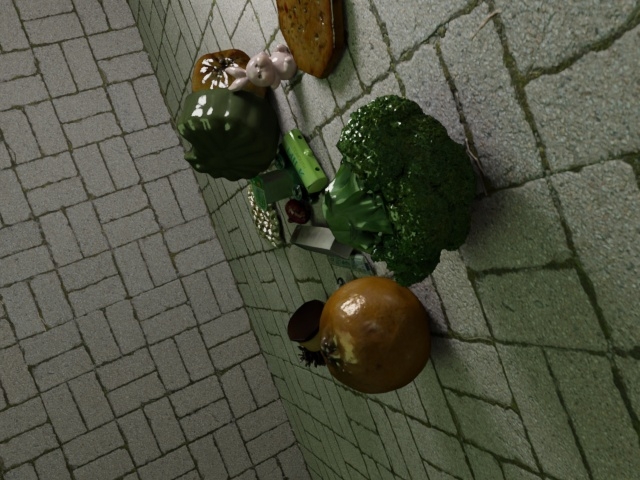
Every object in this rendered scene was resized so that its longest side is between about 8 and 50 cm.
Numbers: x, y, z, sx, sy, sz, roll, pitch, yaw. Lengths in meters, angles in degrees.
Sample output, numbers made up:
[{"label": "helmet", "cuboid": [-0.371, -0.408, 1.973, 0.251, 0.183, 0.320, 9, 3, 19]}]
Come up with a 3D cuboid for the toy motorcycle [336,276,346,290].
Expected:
[{"label": "toy motorcycle", "cuboid": [0.109, 0.222, 1.870, 0.221, 0.102, 0.150, 35, 129, 57]}]

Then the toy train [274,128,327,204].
[{"label": "toy train", "cuboid": [-0.061, -0.247, 1.842, 0.253, 0.105, 0.157, 62, 147, 21]}]

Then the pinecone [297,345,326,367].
[{"label": "pinecone", "cuboid": [-0.020, 0.457, 2.327, 0.163, 0.165, 0.163, 38, 142, 38]}]

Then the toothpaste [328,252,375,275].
[{"label": "toothpaste", "cuboid": [0.093, 0.067, 1.826, 0.268, 0.047, 0.069, -171, 80, -64]}]

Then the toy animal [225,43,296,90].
[{"label": "toy animal", "cuboid": [-0.183, -0.516, 1.711, 0.124, 0.212, 0.124, 60, 165, 26]}]

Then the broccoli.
[{"label": "broccoli", "cuboid": [0.157, -0.112, 1.137, 0.309, 0.321, 0.413, 12, 148, 36]}]

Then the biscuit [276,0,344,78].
[{"label": "biscuit", "cuboid": [-0.034, -0.607, 1.472, 0.359, 0.046, 0.359, 53, 155, 37]}]

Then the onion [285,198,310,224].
[{"label": "onion", "cuboid": [-0.085, -0.103, 2.039, 0.107, 0.097, 0.107, 46, 169, 12]}]

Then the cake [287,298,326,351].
[{"label": "cake", "cuboid": [-0.006, 0.350, 2.173, 0.178, 0.208, 0.185, 48, 170, -32]}]

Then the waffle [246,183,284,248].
[{"label": "waffle", "cuboid": [-0.252, -0.106, 2.508, 0.309, 0.056, 0.292, 32, 139, 56]}]

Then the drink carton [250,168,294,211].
[{"label": "drink carton", "cuboid": [-0.172, -0.201, 2.089, 0.146, 0.142, 0.144, 34, 139, 56]}]

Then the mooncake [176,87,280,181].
[{"label": "mooncake", "cuboid": [-0.303, -0.342, 1.861, 0.351, 0.350, 0.188, 106, 170, -59]}]

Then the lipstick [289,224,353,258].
[{"label": "lipstick", "cuboid": [0.000, 0.000, 1.909, 0.079, 0.076, 0.371, 29, 172, -22]}]

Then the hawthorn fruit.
[{"label": "hawthorn fruit", "cuboid": [-0.322, -0.523, 1.999, 0.268, 0.267, 0.301, 59, 162, 24]}]

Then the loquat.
[{"label": "loquat", "cuboid": [0.144, 0.257, 1.516, 0.328, 0.328, 0.329, 51, 154, 38]}]
